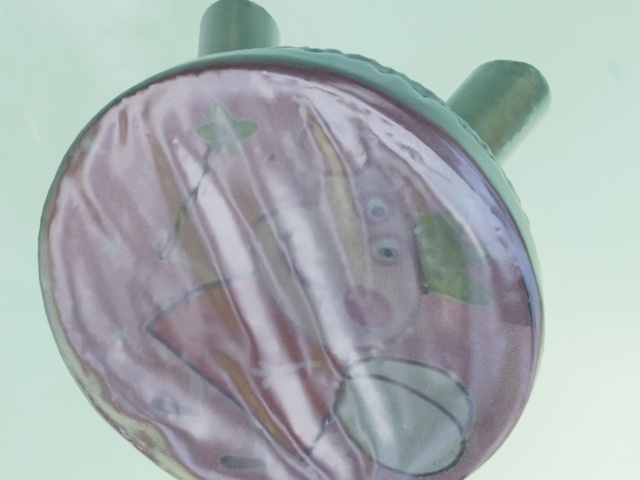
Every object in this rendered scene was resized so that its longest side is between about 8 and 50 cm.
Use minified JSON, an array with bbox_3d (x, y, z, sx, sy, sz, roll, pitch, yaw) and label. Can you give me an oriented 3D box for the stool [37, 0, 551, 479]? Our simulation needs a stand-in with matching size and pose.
[{"bbox_3d":[0.000,0.000,1.057,0.272,0.178,0.272,7,117,13],"label":"stool"}]
